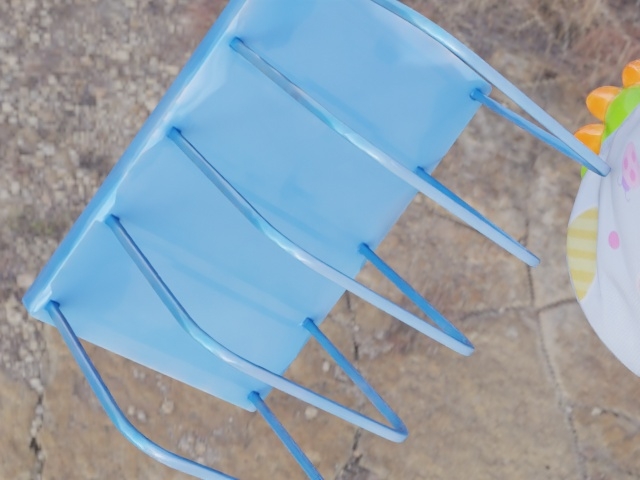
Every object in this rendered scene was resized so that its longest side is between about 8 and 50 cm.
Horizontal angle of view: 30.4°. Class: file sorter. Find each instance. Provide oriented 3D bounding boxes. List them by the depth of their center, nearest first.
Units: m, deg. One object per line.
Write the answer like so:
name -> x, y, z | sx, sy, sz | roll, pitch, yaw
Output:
file sorter -> 0.000, 0.000, 0.424 | 0.118, 0.170, 0.104 | 31, 9, -38

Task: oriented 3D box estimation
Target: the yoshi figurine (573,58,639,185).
yoshi figurine -> 0.411, -0.130, 1.116 | 0.203, 0.362, 0.203 | -11, 63, -46

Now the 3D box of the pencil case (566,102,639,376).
pencil case -> 0.158, -0.040, 0.350 | 0.124, 0.273, 0.113 | 35, 68, 13
